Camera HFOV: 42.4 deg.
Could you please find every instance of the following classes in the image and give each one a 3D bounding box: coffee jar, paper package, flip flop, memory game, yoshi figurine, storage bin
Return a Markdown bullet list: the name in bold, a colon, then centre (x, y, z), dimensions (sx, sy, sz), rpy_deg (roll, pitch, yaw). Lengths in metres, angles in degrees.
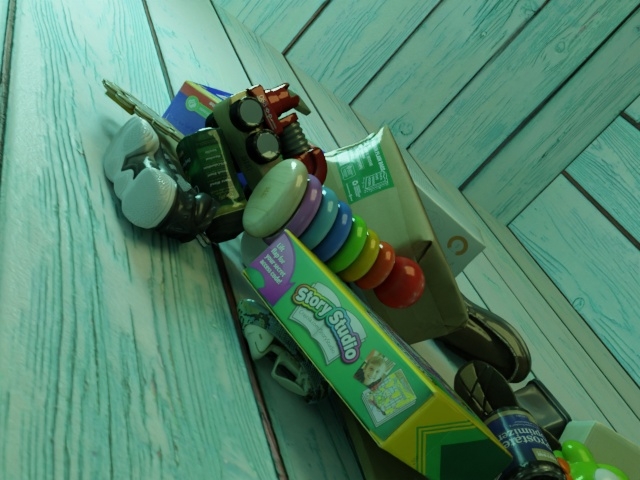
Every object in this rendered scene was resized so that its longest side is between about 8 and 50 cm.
- **coffee jar**: centre (-0.177, -0.090, 1.388), dimensions (0.079, 0.096, 0.184), rpy_deg (-18, 84, -25)
- **paper package**: centre (0.142, -0.005, 1.634), dimensions (0.309, 0.168, 0.324), rpy_deg (59, 11, -49)
- **flip flop**: centre (0.371, 0.361, 1.644), dimensions (0.277, 0.112, 0.080), rpy_deg (45, -10, 15)
- **memory game**: centre (-0.306, -0.224, 1.446), dimensions (0.186, 0.012, 0.186), rpy_deg (37, 5, -4)
- **yoshi figurine**: centre (0.532, 0.515, 1.434), dimensions (0.203, 0.204, 0.362), rpy_deg (79, -8, -46)
- **storage bin**: centre (0.466, 0.386, 1.822), dimensions (0.091, 0.098, 0.135), rpy_deg (-8, 47, -34)

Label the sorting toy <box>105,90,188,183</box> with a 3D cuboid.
- **sorting toy**: centre (-0.267, -0.153, 1.531), dimensions (0.348, 0.047, 0.196), rpy_deg (43, 12, 1)

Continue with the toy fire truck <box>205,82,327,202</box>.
- **toy fire truck**: centre (-0.063, -0.187, 1.496), dimensions (0.246, 0.158, 0.217), rpy_deg (-34, 102, -33)

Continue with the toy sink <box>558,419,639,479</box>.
- **toy sink**: centre (0.596, 0.479, 1.656), dimensions (0.234, 0.131, 0.153), rpy_deg (32, -13, 3)

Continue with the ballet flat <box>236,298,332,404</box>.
- **ballet flat**: centre (-0.061, 0.163, 1.188), dimensions (0.188, 0.070, 0.070), rpy_deg (41, 16, 6)

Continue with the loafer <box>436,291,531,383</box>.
- **loafer**: centre (0.308, 0.205, 1.875), dimensions (0.366, 0.133, 0.130), rpy_deg (39, 37, 22)

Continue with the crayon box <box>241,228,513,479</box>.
- **crayon box**: centre (0.081, 0.184, 1.197), dimensions (0.363, 0.106, 0.313), rpy_deg (46, 2, 41)

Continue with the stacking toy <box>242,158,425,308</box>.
- **stacking toy**: centre (0.038, 0.009, 1.355), dimensions (0.330, 0.141, 0.141), rpy_deg (35, 18, -25)

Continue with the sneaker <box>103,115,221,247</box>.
- **sneaker**: centre (-0.250, -0.085, 1.313), dimensions (0.153, 0.101, 0.268), rpy_deg (37, 16, -41)

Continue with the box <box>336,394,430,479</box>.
- **box**: centre (0.109, 0.325, 1.236), dimensions (0.164, 0.021, 0.201), rpy_deg (33, 19, -30)

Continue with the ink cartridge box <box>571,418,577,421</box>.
- **ink cartridge box**: centre (0.625, 0.516, 1.899), dimensions (0.275, 0.060, 0.239), rpy_deg (32, 18, -30)

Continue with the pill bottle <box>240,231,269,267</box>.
- **pill bottle**: centre (-0.039, 0.023, 1.486), dimensions (0.208, 0.117, 0.117), rpy_deg (18, 30, -56)

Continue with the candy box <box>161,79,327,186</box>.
- **candy box**: centre (-0.143, -0.208, 1.758), dimensions (0.268, 0.122, 0.317), rpy_deg (37, 15, 17)

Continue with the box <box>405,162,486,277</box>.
- **box**: centre (0.209, -0.043, 2.060), dimensions (0.345, 0.215, 0.168), rpy_deg (42, 16, -6)

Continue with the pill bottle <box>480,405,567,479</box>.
- **pill bottle**: centre (0.354, 0.402, 1.435), dimensions (0.123, 0.123, 0.219), rpy_deg (35, 18, -24)
